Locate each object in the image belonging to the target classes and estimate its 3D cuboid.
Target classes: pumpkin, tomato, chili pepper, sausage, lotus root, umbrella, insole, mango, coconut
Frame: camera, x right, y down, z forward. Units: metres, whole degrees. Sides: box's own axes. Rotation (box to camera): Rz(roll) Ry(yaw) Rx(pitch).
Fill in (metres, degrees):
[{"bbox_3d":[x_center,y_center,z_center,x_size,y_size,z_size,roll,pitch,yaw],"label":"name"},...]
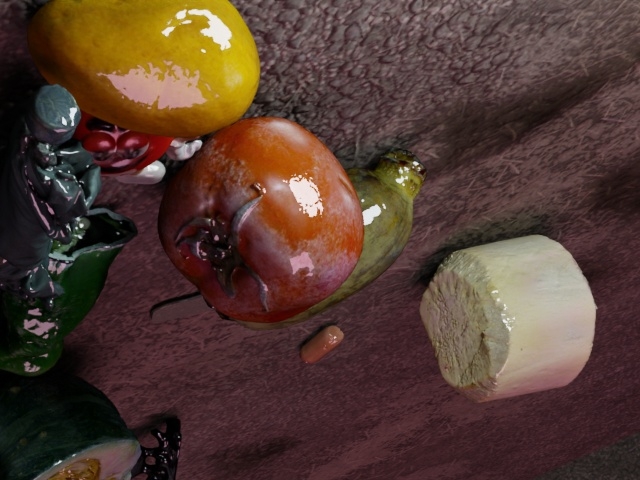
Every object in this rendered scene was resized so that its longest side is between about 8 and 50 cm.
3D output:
[{"bbox_3d":[-0.394,0.281,2.112,0.263,0.197,0.293,-10,147,-50],"label":"pumpkin"},{"bbox_3d":[-0.056,-0.024,1.753,0.188,0.232,0.232,-47,178,-45],"label":"tomato"},{"bbox_3d":[-0.321,0.069,1.851,0.136,0.099,0.270,-35,165,-47],"label":"chili pepper"},{"bbox_3d":[0.001,0.157,2.397,0.034,0.034,0.083,0,148,-43],"label":"sausage"},{"bbox_3d":[0.000,0.000,1.930,0.309,0.173,0.173,-31,156,2],"label":"lotus root"},{"bbox_3d":[-0.272,-0.049,1.531,0.094,0.143,0.349,-43,173,-31],"label":"umbrella"},{"bbox_3d":[-0.135,0.075,2.131,0.192,0.010,0.063,-14,154,-18],"label":"insole"},{"bbox_3d":[-0.158,-0.173,1.466,0.227,0.109,0.147,15,113,-30],"label":"mango"},{"bbox_3d":[0.287,0.111,2.326,0.244,0.239,0.239,-8,152,-32],"label":"coconut"}]

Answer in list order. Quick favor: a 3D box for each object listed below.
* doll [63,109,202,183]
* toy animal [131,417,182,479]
[{"bbox_3d":[-0.206,-0.101,1.605,0.183,0.085,0.217,-3,158,-21],"label":"doll"},{"bbox_3d":[-0.318,0.324,2.439,0.210,0.121,0.117,7,-170,-23],"label":"toy animal"}]
